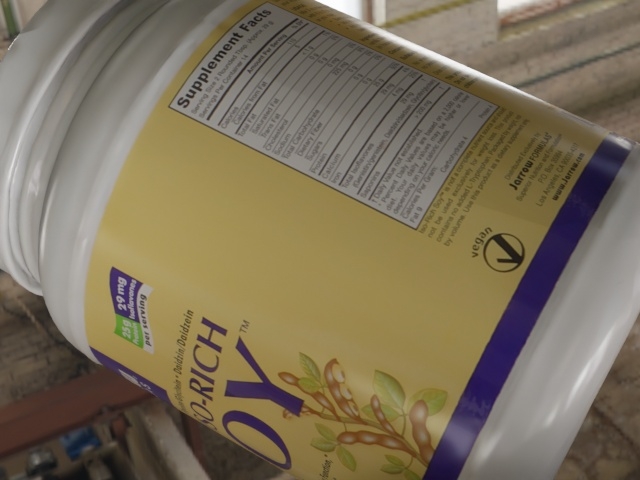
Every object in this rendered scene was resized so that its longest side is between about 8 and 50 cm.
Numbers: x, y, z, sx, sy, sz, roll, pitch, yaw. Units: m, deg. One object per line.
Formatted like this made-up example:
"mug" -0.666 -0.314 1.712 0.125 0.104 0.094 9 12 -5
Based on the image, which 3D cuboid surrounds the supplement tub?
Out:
"supplement tub" 0.000 0.000 0.571 0.331 0.241 0.241 27 -135 15
